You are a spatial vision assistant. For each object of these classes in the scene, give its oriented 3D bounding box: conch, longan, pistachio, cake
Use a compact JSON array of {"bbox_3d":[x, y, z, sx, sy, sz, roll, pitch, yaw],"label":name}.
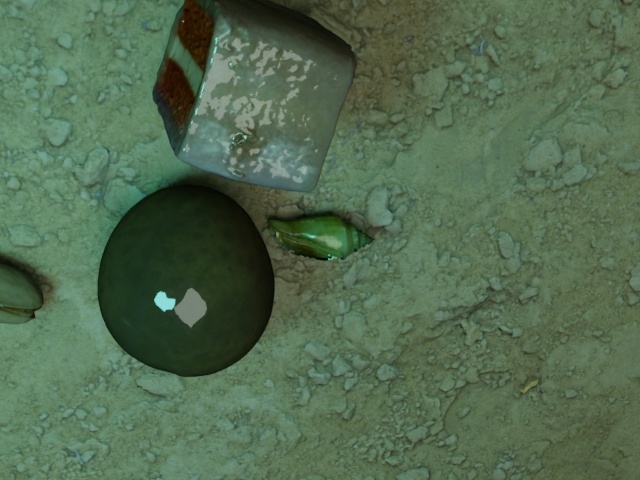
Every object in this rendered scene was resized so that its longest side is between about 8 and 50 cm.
[{"bbox_3d":[0.002,-0.003,1.643,0.200,0.080,0.095,3,133,3],"label":"conch"},{"bbox_3d":[-0.226,0.070,1.502,0.318,0.319,0.319,-7,121,-11],"label":"longan"},{"bbox_3d":[-0.552,0.092,1.528,0.149,0.113,0.113,20,113,-20],"label":"pistachio"},{"bbox_3d":[-0.111,-0.241,1.340,0.230,0.309,0.237,14,112,-27],"label":"cake"}]
